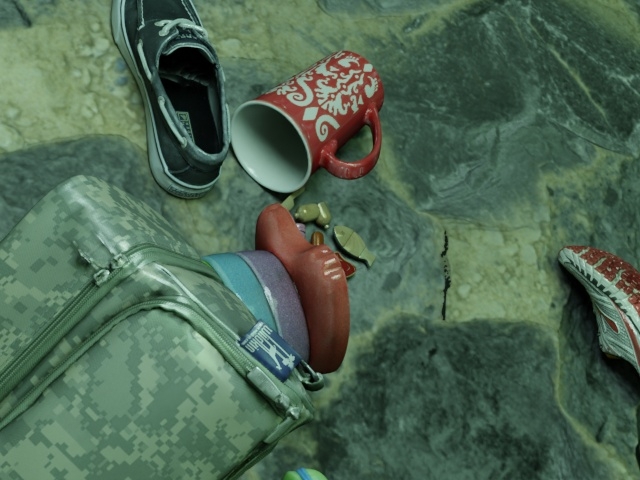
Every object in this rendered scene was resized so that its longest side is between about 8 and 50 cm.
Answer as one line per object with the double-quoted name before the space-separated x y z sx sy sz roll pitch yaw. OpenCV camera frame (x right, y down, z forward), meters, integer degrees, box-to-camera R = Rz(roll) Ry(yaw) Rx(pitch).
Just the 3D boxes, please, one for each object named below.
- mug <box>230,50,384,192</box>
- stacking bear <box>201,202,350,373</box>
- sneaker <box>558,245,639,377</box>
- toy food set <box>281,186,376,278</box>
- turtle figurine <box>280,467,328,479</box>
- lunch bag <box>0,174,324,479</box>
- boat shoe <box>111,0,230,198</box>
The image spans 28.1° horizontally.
"mug" 0.002 -0.130 1.472 0.150 0.113 0.169 48 48 0
"stacking bear" -0.135 0.095 1.241 0.289 0.164 0.175 -16 30 -21
"sneaker" 0.354 0.092 1.529 0.088 0.093 0.225 3 42 -46
"toy food set" 0.000 0.000 1.448 0.122 0.019 0.078 47 53 -5
"turtle figurine" -0.107 0.309 1.163 0.266 0.274 0.198 -32 103 -16
"lunch bag" -0.180 0.134 1.032 0.305 0.212 0.256 -44 75 1
"boat shoe" -0.160 -0.200 1.428 0.108 0.102 0.301 1 62 -26
